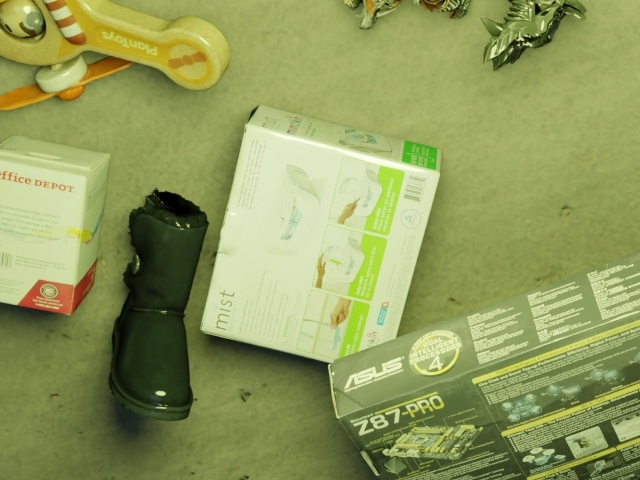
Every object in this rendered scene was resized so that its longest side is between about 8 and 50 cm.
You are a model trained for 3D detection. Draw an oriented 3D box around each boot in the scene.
[{"bbox_3d":[-0.186,0.068,1.672,0.094,0.246,0.207,8,112,-17],"label":"boot"}]

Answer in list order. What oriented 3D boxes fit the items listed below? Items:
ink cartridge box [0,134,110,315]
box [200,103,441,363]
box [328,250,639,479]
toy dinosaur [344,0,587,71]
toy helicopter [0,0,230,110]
[{"bbox_3d":[-0.334,-0.022,1.712,0.128,0.127,0.176,12,108,2],"label":"ink cartridge box"},{"bbox_3d":[0.000,0.000,1.689,0.231,0.127,0.261,14,108,2],"label":"box"},{"bbox_3d":[0.250,0.200,1.674,0.395,0.097,0.318,-21,135,12],"label":"box"},{"bbox_3d":[0.184,-0.311,1.573,0.322,0.164,0.218,-28,86,34],"label":"toy dinosaur"},{"bbox_3d":[-0.267,-0.233,1.627,0.355,0.140,0.235,18,134,16],"label":"toy helicopter"}]
